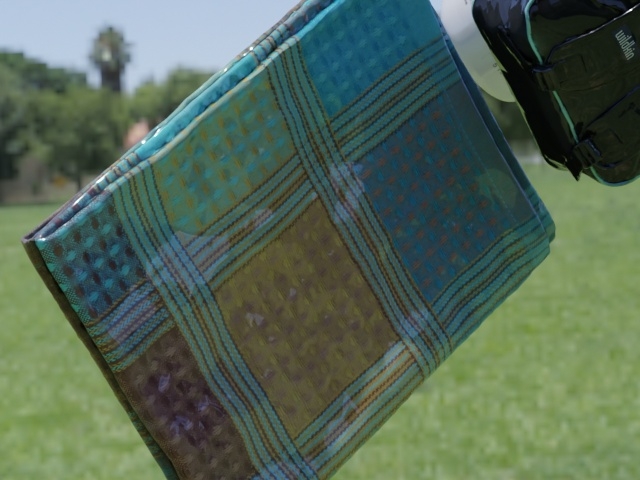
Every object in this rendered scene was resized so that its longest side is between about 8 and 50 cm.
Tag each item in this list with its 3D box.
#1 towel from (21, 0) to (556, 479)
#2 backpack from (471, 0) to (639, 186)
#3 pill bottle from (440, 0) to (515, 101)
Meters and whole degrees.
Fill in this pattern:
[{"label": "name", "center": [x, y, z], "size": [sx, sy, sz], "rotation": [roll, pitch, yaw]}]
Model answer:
[{"label": "towel", "center": [0.000, 0.000, 1.190], "size": [0.040, 0.271, 0.370], "rotation": [-4, 32, 50]}, {"label": "backpack", "center": [0.211, -0.150, 1.234], "size": [0.188, 0.166, 0.144], "rotation": [-34, 22, -6]}, {"label": "pill bottle", "center": [0.241, -0.244, 1.734], "size": [0.229, 0.131, 0.131], "rotation": [-32, -14, 29]}]
